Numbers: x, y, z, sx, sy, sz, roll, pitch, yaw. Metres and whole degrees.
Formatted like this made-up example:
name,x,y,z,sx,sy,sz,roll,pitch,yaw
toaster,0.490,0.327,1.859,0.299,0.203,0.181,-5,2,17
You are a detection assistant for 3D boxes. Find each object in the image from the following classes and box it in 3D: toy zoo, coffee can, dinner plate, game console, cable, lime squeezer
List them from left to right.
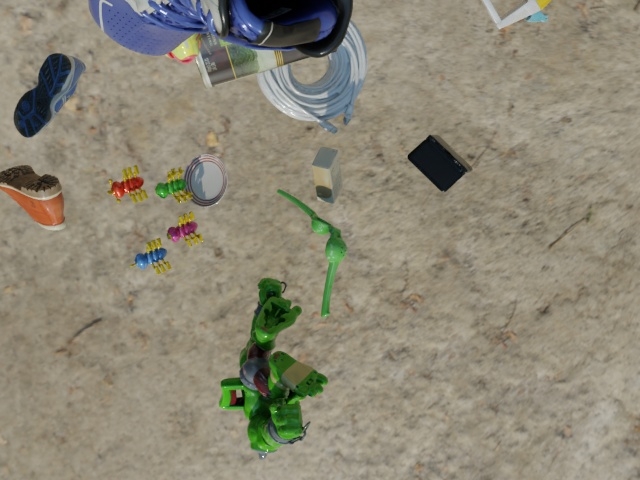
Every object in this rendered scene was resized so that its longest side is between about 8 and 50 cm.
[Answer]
name,x,y,z,sx,sy,sz,roll,pitch,yaw
dinner plate,-0.302,-0.158,1.990,0.141,0.017,0.141,0,90,27
coffee can,-0.125,-0.435,1.490,0.276,0.201,0.201,-17,93,-2
cable,-0.018,-0.399,1.697,0.257,0.089,0.257,21,99,-20
lime squeezer,0.000,0.000,1.604,0.110,0.059,0.310,-40,63,42
game console,0.276,-0.179,1.729,0.122,0.107,0.071,46,112,10
toy zoo,0.408,-0.588,1.588,0.192,0.030,0.293,-35,114,9

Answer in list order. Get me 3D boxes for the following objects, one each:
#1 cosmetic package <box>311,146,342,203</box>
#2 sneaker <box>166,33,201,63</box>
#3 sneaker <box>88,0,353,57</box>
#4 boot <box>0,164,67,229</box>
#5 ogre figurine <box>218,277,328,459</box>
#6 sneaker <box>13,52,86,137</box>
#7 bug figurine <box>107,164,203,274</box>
name,x,y,z,sx,sy,sz,roll,pitch,yaw
cosmetic package,0.015,-0.140,1.617,0.041,0.060,0.115,14,144,18
sneaker,-0.227,-0.319,1.160,0.082,0.208,0.094,-22,113,-5
sneaker,-0.076,-0.199,0.550,0.316,0.128,0.182,-29,66,47
boot,-0.448,-0.065,1.159,0.158,0.059,0.084,22,134,36
ogre figurine,-0.056,0.145,0.816,0.197,0.097,0.118,57,139,32
sneaker,-0.551,-0.292,1.541,0.080,0.081,0.211,47,113,3
bug figurine,-0.420,-0.062,1.926,0.072,0.216,0.278,-2,106,57
